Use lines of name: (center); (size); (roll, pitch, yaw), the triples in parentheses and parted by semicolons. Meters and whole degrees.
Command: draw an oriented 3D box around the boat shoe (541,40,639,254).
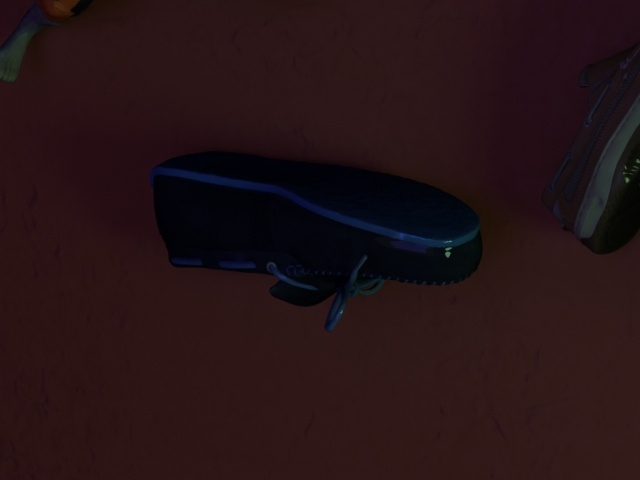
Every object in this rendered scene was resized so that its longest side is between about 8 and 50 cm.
boat shoe: (0.183, -0.087, 1.034); (0.072, 0.068, 0.190); (41, 115, 31)

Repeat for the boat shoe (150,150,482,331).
boat shoe: (0.000, 0.000, 1.142); (0.258, 0.109, 0.089); (16, 113, 44)

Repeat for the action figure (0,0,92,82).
action figure: (-0.168, -0.294, 1.142); (0.330, 0.178, 0.341); (-25, 109, 25)
